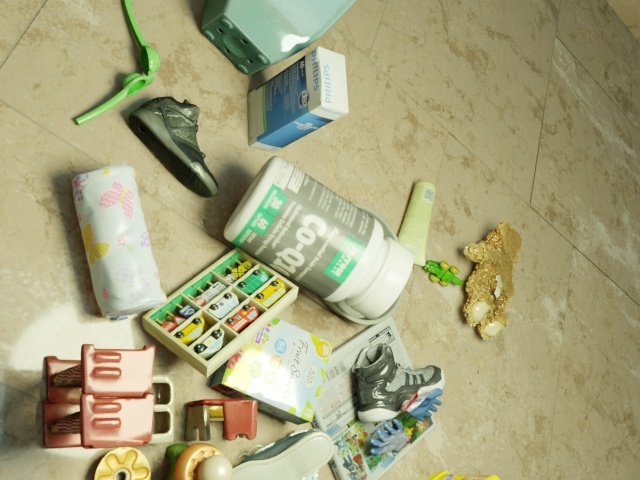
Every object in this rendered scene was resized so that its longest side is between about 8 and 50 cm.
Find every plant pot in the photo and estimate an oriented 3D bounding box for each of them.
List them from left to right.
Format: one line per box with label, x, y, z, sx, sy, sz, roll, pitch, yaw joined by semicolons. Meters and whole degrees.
plant pot;-0.116;-0.512;1.526;0.248;0.247;0.252;42;71;-24

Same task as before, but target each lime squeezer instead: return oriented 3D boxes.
lime squeezer;-0.378;-0.340;1.365;0.110;0.059;0.310;28;61;-32

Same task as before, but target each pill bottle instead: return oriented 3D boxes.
pill bottle;0.000;0.000;1.436;0.361;0.204;0.204;32;57;-12

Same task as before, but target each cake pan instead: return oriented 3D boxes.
cake pan;0.085;0.057;1.646;0.293;0.054;0.293;13;69;-38

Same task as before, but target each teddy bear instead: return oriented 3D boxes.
teddy bear;0.466;0.110;1.925;0.245;0.113;0.338;22;67;-39

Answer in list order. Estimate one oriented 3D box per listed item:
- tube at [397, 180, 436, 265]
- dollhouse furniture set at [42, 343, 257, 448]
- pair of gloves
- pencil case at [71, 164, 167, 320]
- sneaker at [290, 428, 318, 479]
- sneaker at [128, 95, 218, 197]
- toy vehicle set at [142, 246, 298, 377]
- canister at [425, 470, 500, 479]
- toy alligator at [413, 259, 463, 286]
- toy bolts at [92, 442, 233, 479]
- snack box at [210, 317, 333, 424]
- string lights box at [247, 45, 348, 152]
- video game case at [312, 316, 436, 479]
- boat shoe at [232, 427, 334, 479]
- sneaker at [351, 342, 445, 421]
tube;0.250;-0.045;1.817;0.062;0.070;0.240;40;53;-34
dollhouse furniture set;-0.261;0.269;1.185;0.374;0.201;0.152;9;71;-38
pair of gloves;0.190;0.395;1.518;0.198;0.023;0.159;-50;145;3
pencil case;-0.358;0.002;1.241;0.124;0.113;0.273;-12;85;-50
sneaker;-0.047;0.476;1.407;0.083;0.071;0.191;22;56;-26
sneaker;-0.265;-0.199;1.398;0.227;0.087;0.130;49;57;-12
toy vehicle set;-0.188;0.129;1.335;0.166;0.035;0.267;31;46;20
canister;0.324;0.593;1.613;0.126;0.170;0.073;-17;89;-43
toy alligator;0.307;0.074;1.839;0.189;0.056;0.051;24;22;-33
toy bolts;-0.260;0.452;1.158;0.218;0.158;0.228;19;65;-36
snack box;-0.094;0.253;1.400;0.207;0.070;0.174;28;60;-20
string lights box;-0.056;-0.297;1.492;0.076;0.259;0.133;9;72;-39
video game case;0.113;0.373;1.589;0.329;0.036;0.300;-26;94;-43
boat shoe;-0.098;0.437;1.337;0.254;0.079;0.095;-29;96;-16
sneaker;0.178;0.299;1.572;0.268;0.101;0.153;-17;91;-40
